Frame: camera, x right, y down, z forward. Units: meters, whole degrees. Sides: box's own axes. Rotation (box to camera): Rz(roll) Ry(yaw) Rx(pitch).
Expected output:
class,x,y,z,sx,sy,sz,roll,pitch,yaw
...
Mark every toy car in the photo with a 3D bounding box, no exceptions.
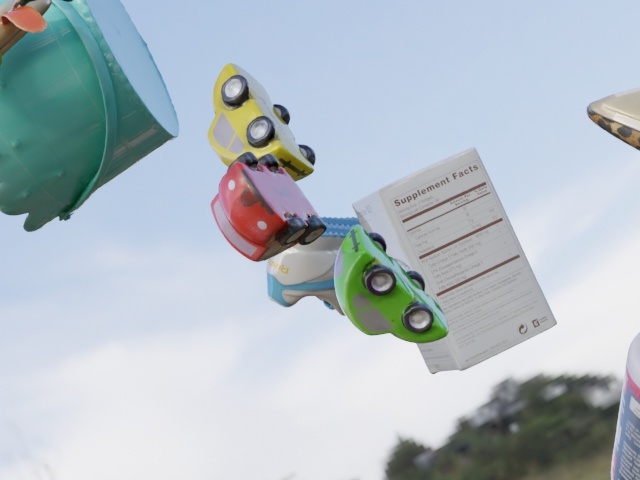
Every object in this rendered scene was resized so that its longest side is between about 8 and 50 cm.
class,x,y,z,sx,sy,sz,roll,pitch,yaw
toy car,0.000,0.000,1.235,0.053,0.225,0.239,-40,22,13

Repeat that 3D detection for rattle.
class,x,y,z,sx,sy,sz,roll,pitch,yaw
rattle,-0.308,-0.221,1.618,0.130,0.143,0.199,-29,2,-14

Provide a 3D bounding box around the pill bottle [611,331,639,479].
class,x,y,z,sx,sy,sz,roll,pitch,yaw
pill bottle,0.278,0.160,1.387,0.108,0.108,0.180,-19,-52,-30

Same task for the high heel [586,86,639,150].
class,x,y,z,sx,sy,sz,roll,pitch,yaw
high heel,0.372,-0.060,1.796,0.261,0.093,0.186,11,-37,-3

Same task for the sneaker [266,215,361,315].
class,x,y,z,sx,sy,sz,roll,pitch,yaw
sneaker,0.042,0.030,1.937,0.228,0.087,0.092,5,-74,-30

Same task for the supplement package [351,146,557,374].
class,x,y,z,sx,sy,sz,roll,pitch,yaw
supplement package,0.120,0.020,1.661,0.105,0.179,0.105,-25,-1,-13

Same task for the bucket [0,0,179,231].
class,x,y,z,sx,sy,sz,roll,pitch,yaw
bucket,-0.280,-0.169,1.852,0.183,0.281,0.281,-28,-15,6
